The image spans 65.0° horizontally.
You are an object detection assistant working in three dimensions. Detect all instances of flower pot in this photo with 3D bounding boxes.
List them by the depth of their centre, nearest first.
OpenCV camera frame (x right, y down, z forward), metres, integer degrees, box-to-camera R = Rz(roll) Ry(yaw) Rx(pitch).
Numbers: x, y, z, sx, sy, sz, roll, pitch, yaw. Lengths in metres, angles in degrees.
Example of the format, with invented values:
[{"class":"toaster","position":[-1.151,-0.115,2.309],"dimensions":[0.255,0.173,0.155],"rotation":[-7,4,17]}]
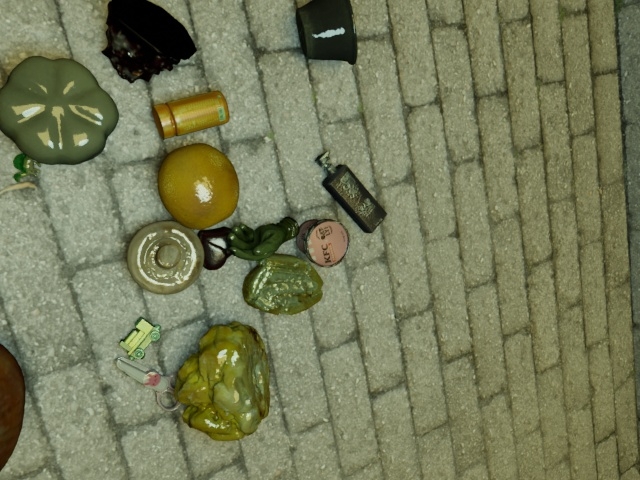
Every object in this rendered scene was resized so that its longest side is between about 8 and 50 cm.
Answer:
[{"class":"flower pot","position":[0.011,-0.628,1.493],"dimensions":[0.148,0.235,0.235],"rotation":[-14,104,-5]}]

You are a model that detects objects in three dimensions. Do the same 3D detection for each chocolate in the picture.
[{"class":"chocolate","position":[-0.470,-0.500,1.317],"dimensions":[0.224,0.206,0.177],"rotation":[38,124,-16]},{"class":"chocolate","position":[-0.300,0.014,1.479],"dimensions":[0.149,0.080,0.125],"rotation":[-45,114,-13]}]

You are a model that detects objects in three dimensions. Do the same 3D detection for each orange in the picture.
[{"class":"orange","position":[-0.330,-0.147,1.364],"dimensions":[0.236,0.236,0.236],"rotation":[-4,98,-26]}]

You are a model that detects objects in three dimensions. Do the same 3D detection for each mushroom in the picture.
[{"class":"mushroom","position":[-0.412,0.046,1.353],"dimensions":[0.207,0.215,0.207],"rotation":[1,88,-22]}]

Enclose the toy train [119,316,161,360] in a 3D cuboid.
[{"class":"toy train","position":[-0.511,0.279,1.427],"dimensions":[0.081,0.050,0.122],"rotation":[44,78,-20]}]

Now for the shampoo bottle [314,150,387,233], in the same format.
[{"class":"shampoo bottle","position":[0.092,-0.162,1.658],"dimensions":[0.098,0.071,0.309],"rotation":[-48,112,-10]}]

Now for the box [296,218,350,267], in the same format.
[{"class":"box","position":[0.000,0.000,1.597],"dimensions":[0.151,0.135,0.151],"rotation":[-5,102,-24]}]

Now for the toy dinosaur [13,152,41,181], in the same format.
[{"class":"toy dinosaur","position":[-0.739,-0.204,1.264],"dimensions":[0.060,0.029,0.119],"rotation":[5,95,-15]}]

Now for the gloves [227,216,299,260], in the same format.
[{"class":"gloves","position":[-0.170,-0.003,1.495],"dimensions":[0.268,0.135,0.107],"rotation":[-15,119,-48]}]

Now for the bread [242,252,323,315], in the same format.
[{"class":"bread","position":[-0.110,0.134,1.565],"dimensions":[0.257,0.124,0.186],"rotation":[0,96,-28]}]

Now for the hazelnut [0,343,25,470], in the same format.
[{"class":"hazelnut","position":[-0.868,0.404,1.119],"dimensions":[0.359,0.359,0.409],"rotation":[4,86,-27]}]

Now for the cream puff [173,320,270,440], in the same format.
[{"class":"cream puff","position":[-0.293,0.405,1.455],"dimensions":[0.257,0.291,0.324],"rotation":[-15,121,6]}]

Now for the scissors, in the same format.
[{"class":"scissors","position":[-0.489,0.402,1.462],"dimensions":[0.242,0.030,0.118],"rotation":[41,77,-27]}]

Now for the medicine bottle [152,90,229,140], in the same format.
[{"class":"medicine bottle","position":[-0.357,-0.349,1.394],"dimensions":[0.192,0.096,0.096],"rotation":[-22,106,-22]}]

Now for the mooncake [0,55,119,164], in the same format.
[{"class":"mooncake","position":[-0.640,-0.315,1.229],"dimensions":[0.275,0.135,0.275],"rotation":[1,88,-28]}]
